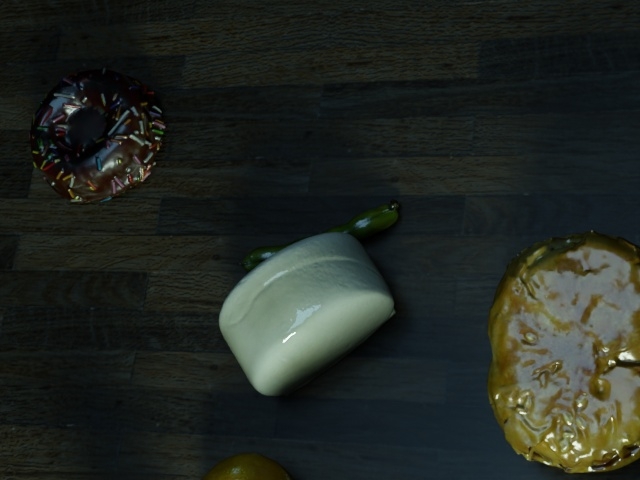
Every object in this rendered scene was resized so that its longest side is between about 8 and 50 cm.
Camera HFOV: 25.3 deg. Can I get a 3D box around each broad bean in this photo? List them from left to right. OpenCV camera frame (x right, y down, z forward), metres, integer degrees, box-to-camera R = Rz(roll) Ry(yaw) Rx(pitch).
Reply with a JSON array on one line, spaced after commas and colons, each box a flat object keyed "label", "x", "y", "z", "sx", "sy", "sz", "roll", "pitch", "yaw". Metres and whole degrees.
[{"label": "broad bean", "x": 0.000, "y": 0.001, "z": 2.106, "sx": 0.256, "sy": 0.052, "sz": 0.052, "roll": -21, "pitch": 51, "yaw": 11}]

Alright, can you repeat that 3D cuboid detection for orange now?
[{"label": "orange", "x": -0.104, "y": 0.371, "z": 1.968, "sx": 0.156, "sy": 0.124, "sz": 0.156, "roll": -10, "pitch": 65, "yaw": 21}]

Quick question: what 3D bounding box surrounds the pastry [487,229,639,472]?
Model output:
[{"label": "pastry", "x": 0.344, "y": 0.146, "z": 1.851, "sx": 0.255, "sy": 0.162, "sz": 0.310, "roll": 6, "pitch": 83, "yaw": 13}]

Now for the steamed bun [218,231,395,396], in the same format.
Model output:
[{"label": "steamed bun", "x": -0.026, "y": 0.098, "z": 2.016, "sx": 0.242, "sy": 0.164, "sz": 0.146, "roll": -37, "pitch": 61, "yaw": 7}]

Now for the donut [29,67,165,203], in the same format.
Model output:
[{"label": "donut", "x": -0.367, "y": -0.178, "z": 2.300, "sx": 0.235, "sy": 0.089, "sz": 0.235, "roll": -8, "pitch": 66, "yaw": 20}]
